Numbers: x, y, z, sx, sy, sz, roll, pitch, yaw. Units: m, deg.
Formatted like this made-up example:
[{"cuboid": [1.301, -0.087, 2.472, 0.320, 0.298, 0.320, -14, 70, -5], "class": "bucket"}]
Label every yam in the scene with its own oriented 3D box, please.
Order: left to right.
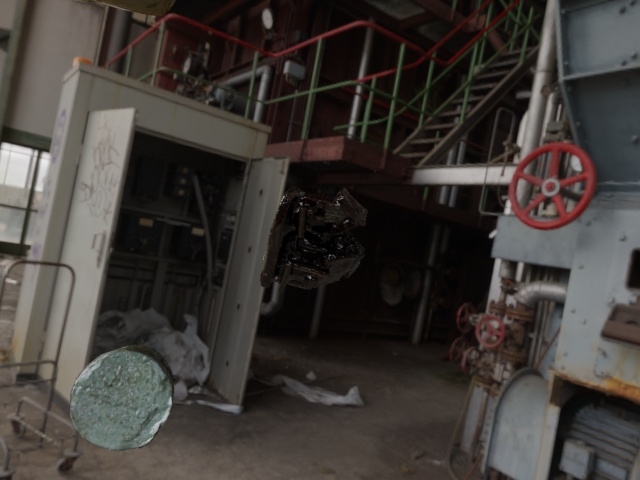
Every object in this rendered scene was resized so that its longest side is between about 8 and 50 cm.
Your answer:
[{"cuboid": [-0.225, 0.172, 0.587, 0.106, 0.106, 0.259, 11, -15, -15], "class": "yam"}]

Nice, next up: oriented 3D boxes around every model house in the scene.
[{"cuboid": [-0.001, 0.003, 0.852, 0.164, 0.141, 0.203, 20, -40, 1], "class": "model house"}]

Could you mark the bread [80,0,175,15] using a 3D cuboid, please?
[{"cuboid": [-0.353, -0.511, 0.700, 0.245, 0.329, 0.424, 50, -14, 11], "class": "bread"}]
